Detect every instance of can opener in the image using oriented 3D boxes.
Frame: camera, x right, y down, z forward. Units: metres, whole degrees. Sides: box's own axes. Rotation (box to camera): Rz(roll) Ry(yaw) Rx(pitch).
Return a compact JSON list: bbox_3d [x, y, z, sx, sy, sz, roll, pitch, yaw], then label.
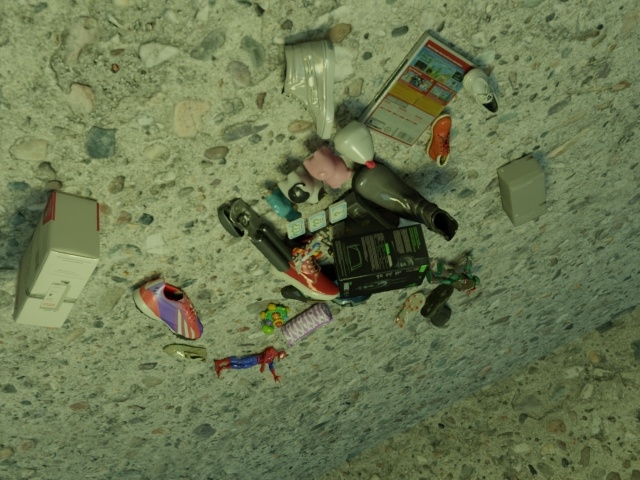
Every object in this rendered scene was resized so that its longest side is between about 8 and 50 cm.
[{"bbox_3d":[-0.189,-0.010,1.625,0.095,0.076,0.283,-6,138,34],"label":"can opener"}]

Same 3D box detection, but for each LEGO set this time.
[{"bbox_3d":[0.000,0.000,1.618,0.182,0.060,0.244,-23,150,-12],"label":"LEGO set"}]

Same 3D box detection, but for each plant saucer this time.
[{"bbox_3d":[0.177,-0.051,1.810,0.168,0.029,0.168,-14,140,-12],"label":"plant saucer"}]

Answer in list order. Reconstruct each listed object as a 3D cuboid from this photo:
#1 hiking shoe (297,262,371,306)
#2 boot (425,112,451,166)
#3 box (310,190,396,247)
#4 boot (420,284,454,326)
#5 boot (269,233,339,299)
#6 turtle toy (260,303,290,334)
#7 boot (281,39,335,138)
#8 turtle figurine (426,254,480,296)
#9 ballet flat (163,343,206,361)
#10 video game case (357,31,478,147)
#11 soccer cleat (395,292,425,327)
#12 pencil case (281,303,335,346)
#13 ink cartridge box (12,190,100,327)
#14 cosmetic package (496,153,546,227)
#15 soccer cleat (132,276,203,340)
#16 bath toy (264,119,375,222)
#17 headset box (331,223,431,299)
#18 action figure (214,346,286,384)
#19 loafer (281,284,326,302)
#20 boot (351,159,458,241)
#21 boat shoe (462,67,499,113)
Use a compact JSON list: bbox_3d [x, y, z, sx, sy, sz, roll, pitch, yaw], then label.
[{"bbox_3d":[0.072,0.152,1.926,0.304,0.113,0.132,6,134,-31],"label":"hiking shoe"},{"bbox_3d":[0.349,-0.284,1.573,0.059,0.084,0.158,-11,142,-11],"label":"boot"},{"bbox_3d":[0.108,-0.031,1.733,0.183,0.056,0.231,-33,133,24],"label":"box"},{"bbox_3d":[0.514,0.276,2.318,0.189,0.076,0.208,-46,140,10],"label":"boot"},{"bbox_3d":[-0.021,0.078,1.755,0.244,0.088,0.176,29,122,-7],"label":"boot"},{"bbox_3d":[-0.167,0.287,2.004,0.095,0.066,0.130,19,126,-40],"label":"turtle toy"},{"bbox_3d":[-0.033,-0.353,1.323,0.123,0.095,0.258,-5,135,-5],"label":"boot"},{"bbox_3d":[0.538,0.137,2.143,0.234,0.118,0.175,6,134,-23],"label":"turtle figurine"},{"bbox_3d":[-0.485,0.410,2.004,0.168,0.052,0.057,13,130,-36],"label":"ballet flat"},{"bbox_3d":[0.256,-0.385,1.462,0.204,0.025,0.285,15,129,-37],"label":"video game case"},{"bbox_3d":[0.374,0.281,2.272,0.076,0.068,0.196,-17,145,-50],"label":"soccer cleat"},{"bbox_3d":[-0.051,0.314,2.077,0.206,0.088,0.086,-36,142,15],"label":"pencil case"},{"bbox_3d":[-0.658,0.052,1.379,0.117,0.207,0.283,16,128,-36],"label":"ink cartridge box"},{"bbox_3d":[0.680,-0.165,1.864,0.127,0.107,0.238,-26,145,9],"label":"cosmetic package"},{"bbox_3d":[-0.454,0.223,1.765,0.116,0.108,0.318,-33,138,6],"label":"soccer cleat"},{"bbox_3d":[0.013,-0.176,1.481,0.348,0.129,0.151,-37,-176,31],"label":"bath toy"},{"bbox_3d":[0.184,0.068,1.659,0.283,0.131,0.246,-10,161,-1],"label":"headset box"},{"bbox_3d":[-0.260,0.504,2.163,0.280,0.139,0.091,-13,142,-15],"label":"action figure"},{"bbox_3d":[-0.054,0.191,1.951,0.170,0.061,0.062,-2,138,-23],"label":"loafer"},{"bbox_3d":[0.259,-0.114,1.605,0.338,0.223,0.118,19,103,-45],"label":"boot"},{"bbox_3d":[0.438,-0.395,1.487,0.066,0.063,0.184,-39,149,11],"label":"boat shoe"}]
